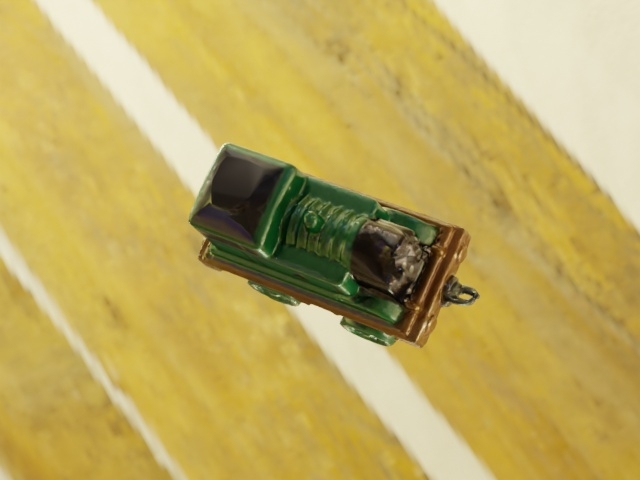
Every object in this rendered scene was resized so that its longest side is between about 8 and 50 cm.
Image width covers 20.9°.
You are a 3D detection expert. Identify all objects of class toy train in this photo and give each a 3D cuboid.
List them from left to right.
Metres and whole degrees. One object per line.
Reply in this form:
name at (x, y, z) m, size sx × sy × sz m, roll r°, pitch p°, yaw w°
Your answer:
toy train at (0.000, 0.000, 1.204) m, size 0.228 × 0.091 × 0.136 m, roll 21°, pitch -10°, yaw 26°
